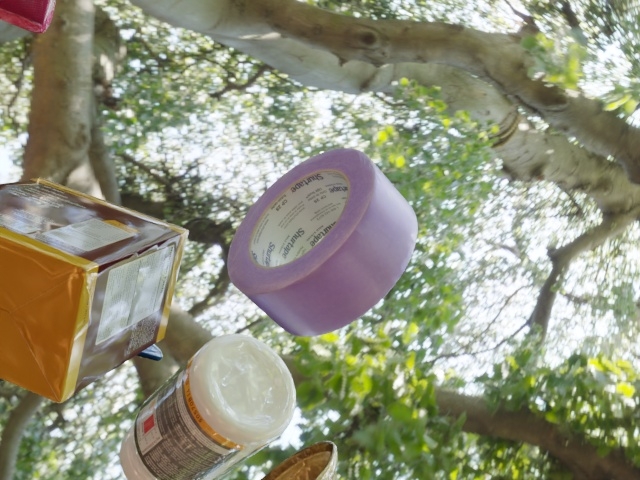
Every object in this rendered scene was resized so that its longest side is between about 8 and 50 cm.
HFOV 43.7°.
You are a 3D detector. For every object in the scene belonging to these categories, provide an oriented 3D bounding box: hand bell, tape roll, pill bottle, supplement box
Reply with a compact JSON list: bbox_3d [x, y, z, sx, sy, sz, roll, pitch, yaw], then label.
[{"bbox_3d":[0.035,0.305,0.679,0.126,0.126,0.242,-36,-86,24],"label":"hand bell"},{"bbox_3d":[0.000,0.000,0.826,0.189,0.189,0.080,-29,-55,25],"label":"tape roll"},{"bbox_3d":[-0.171,0.262,1.144,0.162,0.162,0.278,52,-51,6],"label":"pill bottle"},{"bbox_3d":[-0.267,0.035,0.781,0.191,0.194,0.129,19,-75,13],"label":"supplement box"}]

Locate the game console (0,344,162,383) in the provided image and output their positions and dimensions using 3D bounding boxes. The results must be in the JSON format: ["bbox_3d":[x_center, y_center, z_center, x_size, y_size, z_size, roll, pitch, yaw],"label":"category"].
[{"bbox_3d":[-0.403,0.111,1.058,0.293,0.250,0.173,33,-29,39],"label":"game console"}]

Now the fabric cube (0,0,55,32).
[{"bbox_3d":[-0.170,-0.275,0.281,0.254,0.258,0.259,16,-105,-21],"label":"fabric cube"}]
